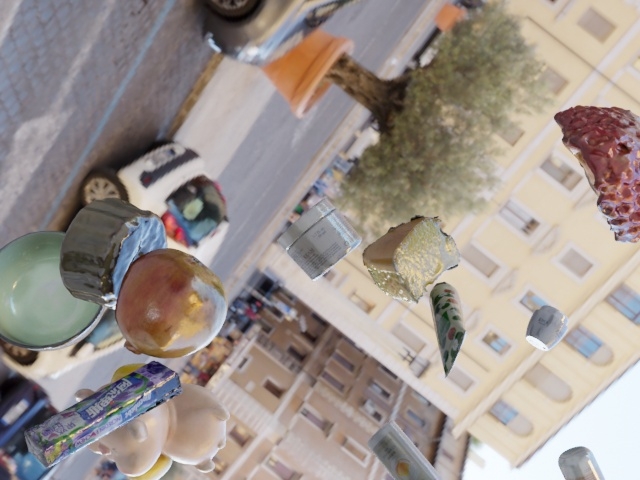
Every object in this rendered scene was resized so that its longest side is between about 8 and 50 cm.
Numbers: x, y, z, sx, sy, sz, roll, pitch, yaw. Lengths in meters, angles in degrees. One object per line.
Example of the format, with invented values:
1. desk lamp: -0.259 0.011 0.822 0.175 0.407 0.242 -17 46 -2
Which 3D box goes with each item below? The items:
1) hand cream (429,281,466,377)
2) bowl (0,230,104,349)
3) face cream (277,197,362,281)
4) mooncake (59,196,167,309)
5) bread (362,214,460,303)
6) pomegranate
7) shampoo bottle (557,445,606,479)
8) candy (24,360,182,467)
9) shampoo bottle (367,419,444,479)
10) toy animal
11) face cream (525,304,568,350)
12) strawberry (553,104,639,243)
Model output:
1. hand cream: 0.236 0.149 1.433 0.276 0.059 0.095 -80 -172 -70
2. bowl: -0.776 0.166 2.245 0.354 0.354 0.185 -51 169 -21
3. face cream: 0.000 0.000 2.044 0.177 0.153 0.177 -41 176 -3
4. mooncake: -0.523 0.038 2.014 0.290 0.161 0.290 16 90 -72
5. bread: 0.184 0.032 1.560 0.160 0.140 0.169 -38 -163 -16
6. pomegranate: -0.349 0.155 1.755 0.270 0.252 0.229 -50 138 7
7. shampoo bottle: 0.539 0.505 1.538 0.074 0.192 0.074 -26 177 -1
8. candy: -0.421 0.334 1.528 0.312 0.088 0.061 -26 119 -40
9. shampoo bottle: 0.203 0.513 1.728 0.086 0.227 0.056 -51 157 23
10. toy animal: -0.408 0.453 1.804 0.247 0.345 0.277 10 96 -72
11. face cream: 0.556 0.215 1.919 0.095 0.091 0.091 -54 180 -15
12. strawberry: 0.519 -0.133 1.325 0.149 0.265 0.336 -26 171 22
